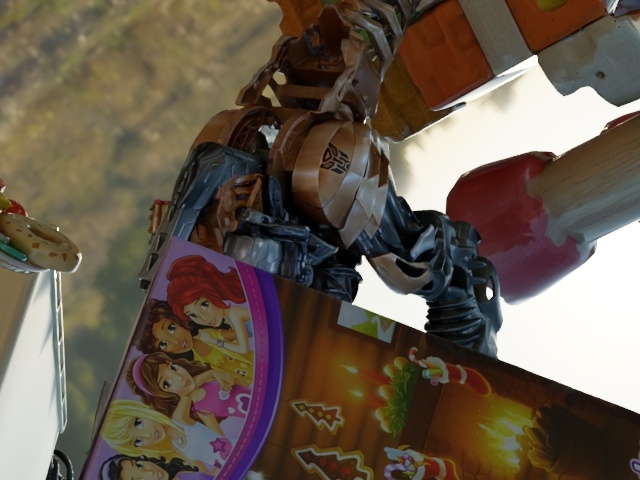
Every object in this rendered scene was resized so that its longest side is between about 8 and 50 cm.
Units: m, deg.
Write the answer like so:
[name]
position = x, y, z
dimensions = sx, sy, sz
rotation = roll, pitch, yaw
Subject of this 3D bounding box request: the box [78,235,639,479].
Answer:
[box]
position = 0.007, 0.152, 0.457
dimensions = 0.057, 0.201, 0.293
rotation = 118, -10, -48

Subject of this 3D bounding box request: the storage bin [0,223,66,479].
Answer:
[storage bin]
position = -0.230, 0.150, 0.869
dimensions = 0.260, 0.123, 0.262
rotation = 101, 0, -55

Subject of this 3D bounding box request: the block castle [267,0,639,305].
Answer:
[block castle]
position = 0.111, -0.203, 1.016
dimensions = 0.213, 0.453, 0.303
rotation = -27, 177, 36

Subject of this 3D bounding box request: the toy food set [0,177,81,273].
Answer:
[toy food set]
position = -0.150, -0.014, 0.724
dimensions = 0.020, 0.083, 0.082
rotation = -49, 147, 9

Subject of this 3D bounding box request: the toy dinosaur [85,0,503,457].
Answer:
[toy dinosaur]
position = 0.000, 0.000, 0.778
dimensions = 0.322, 0.164, 0.218
rotation = -50, 143, -10

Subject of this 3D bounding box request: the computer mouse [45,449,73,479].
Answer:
[computer mouse]
position = -0.289, 0.094, 1.310
dimensions = 0.072, 0.272, 0.188
rotation = -39, -160, -29
